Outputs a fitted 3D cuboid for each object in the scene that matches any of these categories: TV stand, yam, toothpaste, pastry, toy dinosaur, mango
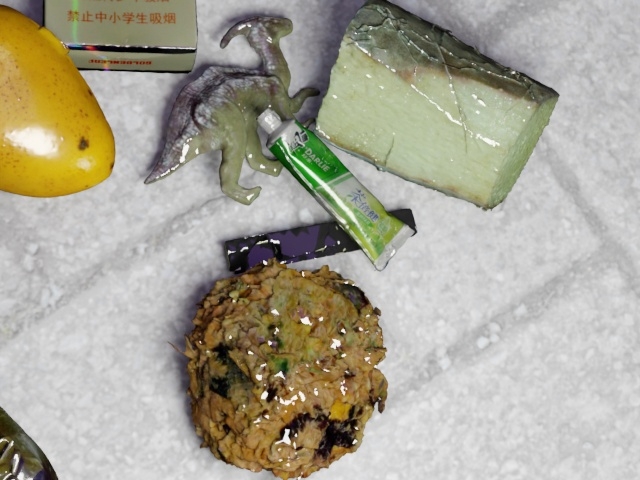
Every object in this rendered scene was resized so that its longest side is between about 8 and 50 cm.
[{"bbox_3d":[0.000,0.000,2.000,0.249,0.042,0.036,-11,74,-13],"label":"TV stand"},{"bbox_3d":[0.150,-0.174,1.997,0.271,0.202,0.201,28,35,4],"label":"yam"},{"bbox_3d":[0.013,-0.071,1.964,0.248,0.047,0.078,46,65,-10],"label":"toothpaste"},{"bbox_3d":[-0.036,0.149,1.870,0.275,0.193,0.274,3,72,-9],"label":"pastry"},{"bbox_3d":[-0.100,-0.160,2.014,0.162,0.077,0.294,34,59,1],"label":"toy dinosaur"},{"bbox_3d":[-0.381,-0.158,1.923,0.290,0.160,0.191,39,67,-7],"label":"mango"}]

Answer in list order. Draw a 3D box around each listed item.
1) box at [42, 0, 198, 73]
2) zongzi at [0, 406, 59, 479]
[{"bbox_3d":[-0.262,-0.374,2.038,0.198,0.084,0.310,0,74,-10],"label":"box"},{"bbox_3d":[-0.572,0.267,1.756,0.432,0.208,0.403,-41,79,-6],"label":"zongzi"}]
